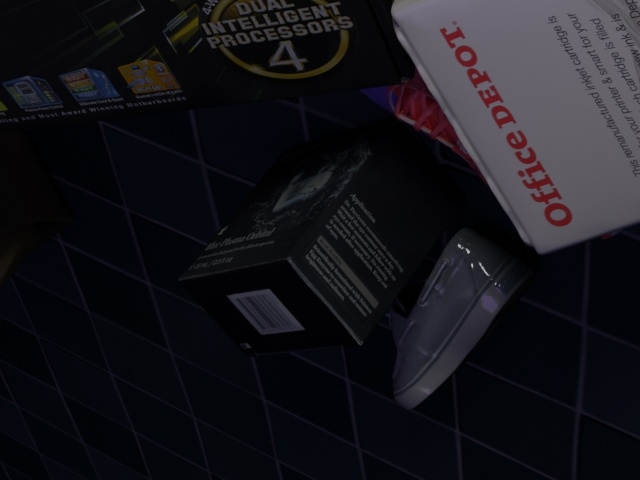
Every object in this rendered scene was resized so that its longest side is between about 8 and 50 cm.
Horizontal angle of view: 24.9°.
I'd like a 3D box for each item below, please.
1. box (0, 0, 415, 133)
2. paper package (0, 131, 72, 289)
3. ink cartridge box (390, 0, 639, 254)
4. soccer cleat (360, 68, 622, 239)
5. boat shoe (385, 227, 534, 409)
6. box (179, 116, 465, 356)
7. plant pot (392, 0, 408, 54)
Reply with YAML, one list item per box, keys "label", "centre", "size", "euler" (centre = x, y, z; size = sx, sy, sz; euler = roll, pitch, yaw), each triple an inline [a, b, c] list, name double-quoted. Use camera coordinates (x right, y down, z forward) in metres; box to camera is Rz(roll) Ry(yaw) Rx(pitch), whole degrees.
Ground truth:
- label: "box"
  centre: [-0.165, -0.207, 0.897]
  size: [0.394, 0.097, 0.318]
  euler: [-4, 142, 20]
- label: "paper package"
  centre: [-0.467, -0.100, 1.487]
  size: [0.324, 0.168, 0.309]
  euler: [14, 143, 35]
- label: "ink cartridge box"
  centre: [0.182, -0.114, 0.735]
  size: [0.237, 0.100, 0.172]
  euler: [-21, 119, 28]
- label: "soccer cleat"
  centre: [0.110, -0.079, 0.950]
  size: [0.248, 0.095, 0.083]
  euler: [24, 147, 24]
- label: "boat shoe"
  centre: [0.098, 0.061, 1.184]
  size: [0.081, 0.079, 0.227]
  euler: [44, 146, 10]
- label: "box"
  centre: [0.000, 0.000, 1.113]
  size: [0.093, 0.158, 0.156]
  euler: [50, 148, -20]
- label: "plant pot"
  centre: [0.096, -0.149, 0.869]
  size: [0.134, 0.095, 0.134]
  euler: [28, 149, 18]
